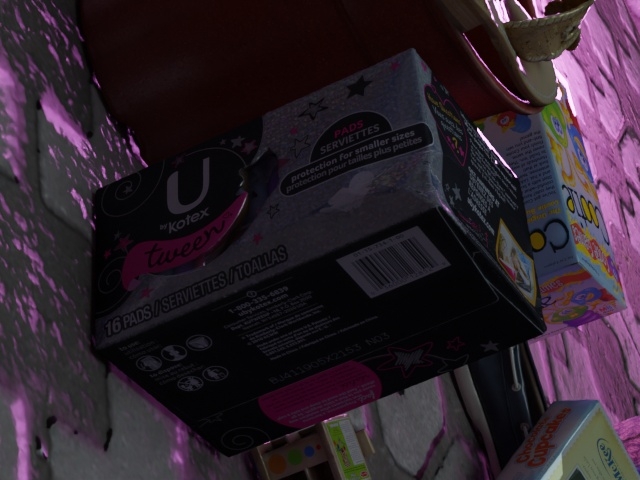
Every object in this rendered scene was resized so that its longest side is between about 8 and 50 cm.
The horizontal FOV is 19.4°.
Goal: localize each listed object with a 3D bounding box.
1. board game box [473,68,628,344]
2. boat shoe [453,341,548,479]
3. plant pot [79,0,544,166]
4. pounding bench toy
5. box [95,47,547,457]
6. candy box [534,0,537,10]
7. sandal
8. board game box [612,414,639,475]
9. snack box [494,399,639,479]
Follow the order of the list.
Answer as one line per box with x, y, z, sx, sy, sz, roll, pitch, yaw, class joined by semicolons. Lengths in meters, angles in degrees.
0.196;-0.049;1.912;0.142;0.144;0.275;37;37;-54;board game box
0.206;0.196;1.780;0.254;0.079;0.095;68;21;1;boat shoe
-0.012;-0.169;1.360;0.272;0.265;0.272;50;28;-39;plant pot
-0.003;0.159;1.331;0.083;0.065;0.052;0;69;-68;pounding bench toy
-0.004;0.010;1.223;0.163;0.247;0.142;46;28;-44;box
0.123;-0.294;1.952;0.070;0.165;0.196;40;34;-50;candy box
0.145;-0.158;1.246;0.240;0.079;0.088;29;44;-58;sandal
0.392;0.320;1.895;0.291;0.232;0.141;64;20;-10;board game box
0.258;0.327;1.705;0.187;0.060;0.322;-47;116;-38;snack box
